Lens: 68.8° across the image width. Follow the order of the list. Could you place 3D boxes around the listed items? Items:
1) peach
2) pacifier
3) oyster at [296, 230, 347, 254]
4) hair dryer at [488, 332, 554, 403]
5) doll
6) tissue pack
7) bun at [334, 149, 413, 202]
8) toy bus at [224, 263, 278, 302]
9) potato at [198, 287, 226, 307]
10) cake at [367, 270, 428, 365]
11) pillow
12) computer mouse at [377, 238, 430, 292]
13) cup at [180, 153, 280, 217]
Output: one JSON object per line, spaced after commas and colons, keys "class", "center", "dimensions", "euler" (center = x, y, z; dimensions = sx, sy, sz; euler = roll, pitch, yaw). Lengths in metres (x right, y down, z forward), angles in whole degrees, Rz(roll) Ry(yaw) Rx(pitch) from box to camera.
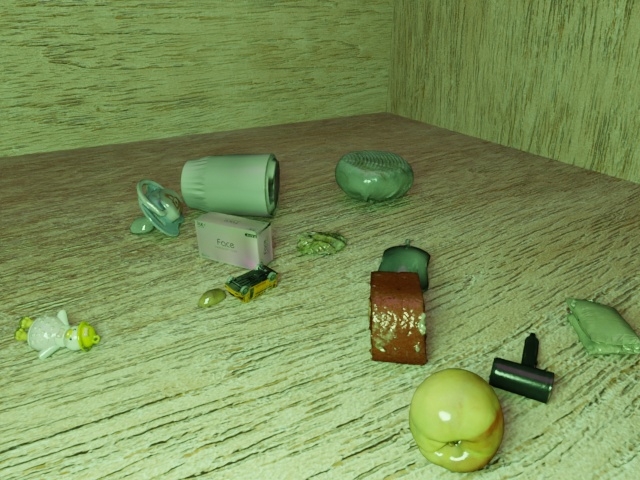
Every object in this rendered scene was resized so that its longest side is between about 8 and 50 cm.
{"class": "peach", "center": [0.253, 0.327, 0.870], "dimensions": [0.184, 0.184, 0.184], "euler": [0, 26, 0]}
{"class": "pacifier", "center": [-0.633, -0.102, 1.756], "dimensions": [0.207, 0.227, 0.279], "euler": [-38, 24, 12]}
{"class": "oyster", "center": [0.001, -0.004, 1.647], "dimensions": [0.209, 0.072, 0.133], "euler": [-6, 30, -17]}
{"class": "hair dryer", "center": [0.478, 0.280, 1.110], "dimensions": [0.128, 0.070, 0.255], "euler": [12, 21, 22]}
{"class": "doll", "center": [-0.640, 0.232, 1.148], "dimensions": [0.207, 0.081, 0.129], "euler": [6, 58, 4]}
{"class": "tissue pack", "center": [-0.284, 0.002, 1.545], "dimensions": [0.246, 0.148, 0.092], "euler": [11, 29, 24]}
{"class": "bun", "center": [0.227, -0.272, 2.050], "dimensions": [0.355, 0.194, 0.354], "euler": [3, 27, -2]}
{"class": "toy bus", "center": [-0.202, 0.130, 1.367], "dimensions": [0.070, 0.074, 0.162], "euler": [29, 35, 31]}
{"class": "potato", "center": [-0.307, 0.160, 1.345], "dimensions": [0.037, 0.036, 0.093], "euler": [17, 30, 36]}
{"class": "cake", "center": [0.191, 0.178, 1.163], "dimensions": [0.151, 0.177, 0.283], "euler": [4, 25, 7]}
{"class": "pillow", "center": [0.720, 0.222, 1.197], "dimensions": [0.134, 0.077, 0.181], "euler": [4, 28, 7]}
{"class": "computer mouse", "center": [0.274, 0.055, 1.517], "dimensions": [0.167, 0.090, 0.379], "euler": [7, 25, 9]}
{"class": "cup", "center": [-0.346, -0.223, 1.884], "dimensions": [0.372, 0.253, 0.253], "euler": [2, 26, 9]}
